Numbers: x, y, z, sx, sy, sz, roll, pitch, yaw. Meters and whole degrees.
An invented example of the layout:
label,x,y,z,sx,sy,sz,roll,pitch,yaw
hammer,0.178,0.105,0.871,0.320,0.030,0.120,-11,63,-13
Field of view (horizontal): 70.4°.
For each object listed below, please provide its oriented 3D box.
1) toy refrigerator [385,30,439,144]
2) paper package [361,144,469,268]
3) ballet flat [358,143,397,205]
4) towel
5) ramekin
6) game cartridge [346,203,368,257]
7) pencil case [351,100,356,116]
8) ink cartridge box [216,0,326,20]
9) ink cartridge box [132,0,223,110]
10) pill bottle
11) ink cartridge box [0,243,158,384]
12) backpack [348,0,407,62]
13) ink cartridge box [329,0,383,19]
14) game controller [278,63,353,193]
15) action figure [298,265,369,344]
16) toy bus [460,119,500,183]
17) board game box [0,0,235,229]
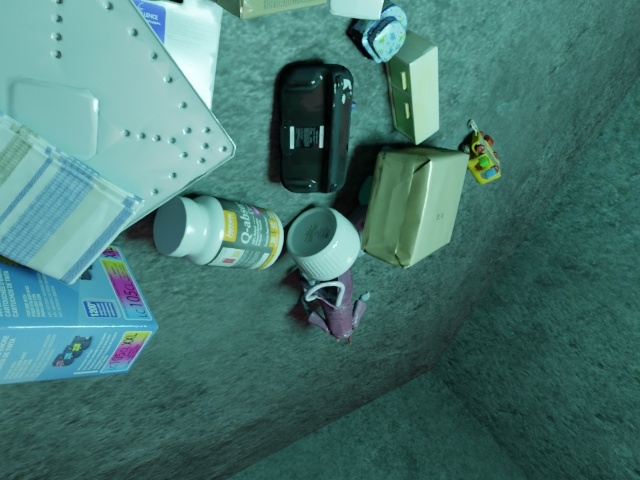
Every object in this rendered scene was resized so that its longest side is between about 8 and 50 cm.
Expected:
label,x,y,z,sx,sy,sz,roll,pitch,yaw
toy refrigerator,0.237,-0.385,1.179,0.094,0.102,0.269,-35,147,-8
paper package,0.282,-0.116,1.328,0.325,0.168,0.309,-20,124,-53
ballet flat,0.181,-0.195,1.372,0.074,0.074,0.203,-1,124,-44
towel,-0.447,-0.065,0.685,0.209,0.034,0.285,-45,124,12
ramekin,0.000,0.000,1.299,0.207,0.207,0.109,-42,137,2
game cartridge,0.192,-0.080,1.528,0.294,0.060,0.196,-41,143,1
pencil case,0.031,-0.283,1.122,0.070,0.064,0.151,7,125,-27
ink cartridge box,-0.073,-0.502,0.731,0.193,0.088,0.234,-27,144,-31
ink cartridge box,-0.271,-0.330,0.769,0.206,0.045,0.208,-6,117,-42
pill bottle,-0.235,-0.017,1.076,0.278,0.162,0.162,10,122,-50
ink cartridge box,-0.542,0.111,0.819,0.396,0.270,0.151,11,119,-50
backpack,0.139,-0.464,1.007,0.114,0.084,0.105,-51,148,10
ink cartridge box,0.068,-0.495,0.771,0.092,0.217,0.158,7,134,-3
game controller,-0.013,-0.249,1.064,0.167,0.067,0.319,2,127,-1
action figure,0.069,0.218,1.534,0.248,0.275,0.370,-18,115,-5
toy bus,0.543,-0.292,1.579,0.104,0.202,0.191,-25,166,35
board game box,-0.394,-0.185,0.681,0.390,0.050,0.390,-33,126,1
